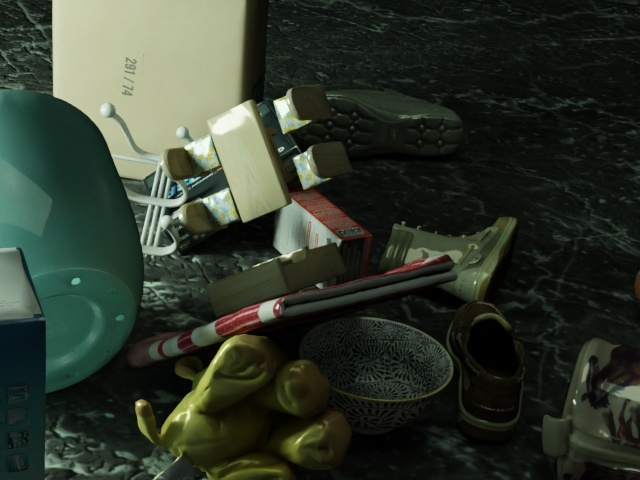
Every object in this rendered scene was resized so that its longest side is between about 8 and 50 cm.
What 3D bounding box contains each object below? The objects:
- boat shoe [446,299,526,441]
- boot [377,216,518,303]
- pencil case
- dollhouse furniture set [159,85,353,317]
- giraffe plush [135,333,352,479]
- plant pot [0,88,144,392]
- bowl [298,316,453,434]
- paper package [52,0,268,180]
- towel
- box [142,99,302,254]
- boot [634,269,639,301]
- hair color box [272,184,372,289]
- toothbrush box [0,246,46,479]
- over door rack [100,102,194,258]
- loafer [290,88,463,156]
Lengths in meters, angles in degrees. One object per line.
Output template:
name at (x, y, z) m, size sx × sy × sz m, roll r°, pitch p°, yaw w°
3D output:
boat shoe at (0.203, 0.126, 1.399) m, size 0.095 × 0.095 × 0.257 m, roll 6°, pitch 26°, yaw -2°
boot at (0.180, 0.011, 1.649) m, size 0.165 × 0.077 × 0.213 m, roll 13°, pitch 30°, yaw 16°
pencil case at (0.432, 0.225, 1.189) m, size 0.410 × 0.160 × 0.183 m, roll 16°, pitch 13°, yaw 17°
dollhouse furniture set at (-0.083, -0.047, 1.468) m, size 0.212 × 0.242 × 0.161 m, roll -21°, pitch -3°, yaw 29°
giraffe plush at (-0.079, 0.170, 1.212) m, size 0.210 × 0.181 × 0.170 m, roll -26°, pitch 13°, yaw 11°
plant pot at (-0.324, 0.022, 1.285) m, size 0.293 × 0.293 × 0.235 m, roll -9°, pitch 44°, yaw -29°
bowl at (0.057, 0.160, 1.313) m, size 0.170 × 0.080 × 0.170 m, roll 5°, pitch 27°, yaw -3°
paper package at (-0.240, -0.263, 1.810) m, size 0.309 × 0.325 × 0.168 m, roll 10°, pitch 26°, yaw 7°
towel at (-0.039, 0.077, 1.284) m, size 0.237 × 0.037 × 0.329 m, roll -12°, pitch -6°, yaw -36°
box at (-0.135, -0.092, 1.677) m, size 0.220 × 0.051 × 0.175 m, roll -32°, pitch 32°, yaw 1°
boot at (0.456, 0.130, 1.473) m, size 0.220 × 0.109 × 0.283 m, roll -19°, pitch 44°, yaw -35°
hair color box at (0.000, 0.000, 1.605) m, size 0.053 × 0.093 × 0.167 m, roll -9°, pitch 31°, yaw -29°
toothbrush box at (-0.338, 0.167, 0.961) m, size 0.216 × 0.295 × 0.126 m, roll -5°, pitch 28°, yaw -21°
over door rack at (-0.340, -0.082, 1.592) m, size 0.324 × 0.108 × 0.239 m, roll 0°, pitch 37°, yaw 1°
loafer at (0.082, -0.201, 2.020) m, size 0.319 × 0.112 × 0.111 m, roll 7°, pitch 20°, yaw -18°
